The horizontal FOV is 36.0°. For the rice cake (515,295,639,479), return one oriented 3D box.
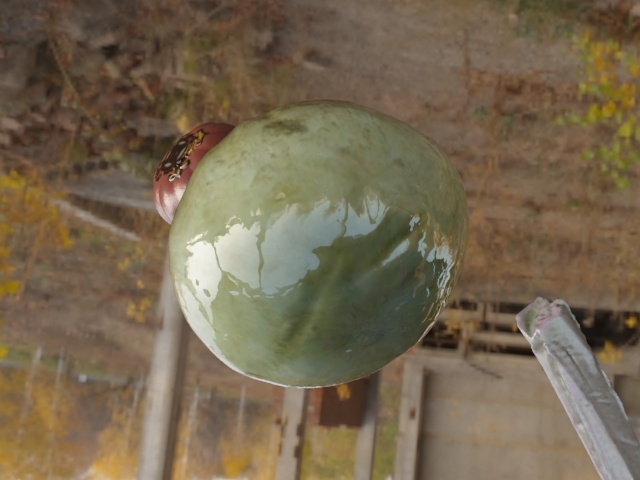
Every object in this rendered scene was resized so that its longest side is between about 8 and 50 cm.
[{"bbox_3d":[0.277,0.181,0.990,0.055,0.269,0.049,-28,179,-17],"label":"rice cake"}]

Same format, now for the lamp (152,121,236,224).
[{"bbox_3d":[-0.168,-0.092,1.496,0.140,0.182,0.182,38,154,-29],"label":"lamp"}]

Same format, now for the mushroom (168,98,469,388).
[{"bbox_3d":[0.000,0.000,1.130,0.352,0.352,0.260,11,-157,-27],"label":"mushroom"}]
